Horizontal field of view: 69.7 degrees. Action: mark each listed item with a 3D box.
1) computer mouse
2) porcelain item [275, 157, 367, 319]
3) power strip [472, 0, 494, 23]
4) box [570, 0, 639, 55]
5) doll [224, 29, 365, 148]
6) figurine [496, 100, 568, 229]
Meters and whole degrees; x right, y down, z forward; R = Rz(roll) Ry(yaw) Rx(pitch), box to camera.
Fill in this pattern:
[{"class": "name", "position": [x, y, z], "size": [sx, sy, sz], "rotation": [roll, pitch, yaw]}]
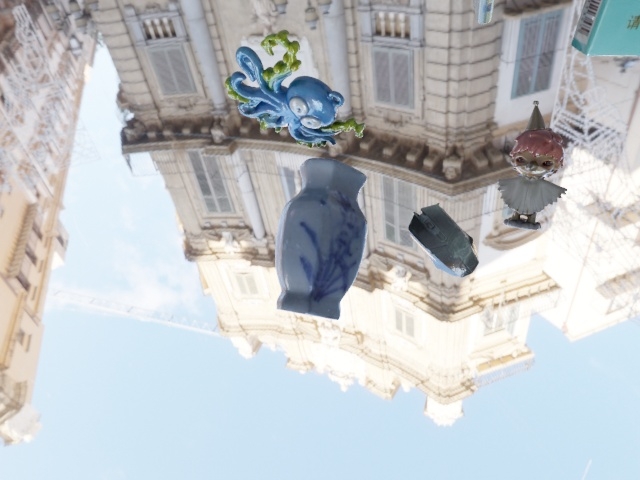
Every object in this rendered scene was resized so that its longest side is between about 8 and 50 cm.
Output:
[{"class": "computer mouse", "position": [0.331, -0.002, 1.239], "size": [0.126, 0.071, 0.231], "rotation": [-40, -108, 11]}, {"class": "porcelain item", "position": [0.000, 0.000, 1.236], "size": [0.178, 0.242, 0.406], "rotation": [3, -101, 48]}, {"class": "power strip", "position": [0.340, -0.561, 0.947], "size": [0.034, 0.268, 0.092], "rotation": [-10, -101, 14]}, {"class": "box", "position": [0.315, -0.262, 0.351], "size": [0.161, 0.229, 0.042], "rotation": [0, -141, -1]}, {"class": "doll", "position": [-0.086, -0.353, 1.188], "size": [0.341, 0.346, 0.099], "rotation": [0, -126, 35]}, {"class": "figurine", "position": [0.658, -0.228, 1.412], "size": [0.206, 0.388, 0.166], "rotation": [15, -165, 32]}]
